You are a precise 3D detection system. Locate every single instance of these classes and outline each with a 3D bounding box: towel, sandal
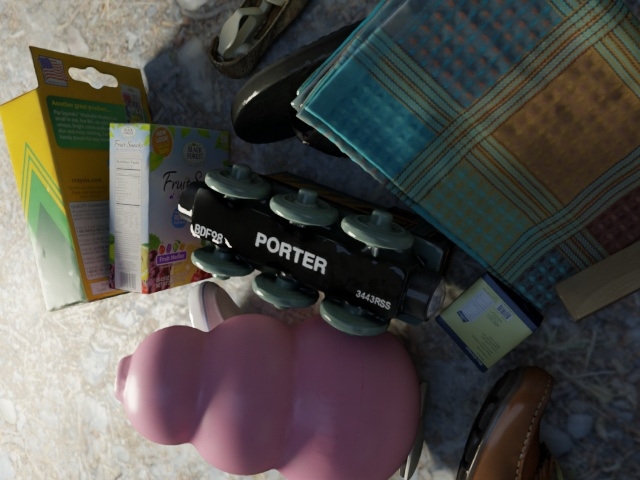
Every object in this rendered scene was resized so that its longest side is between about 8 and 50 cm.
[{"bbox_3d":[0.195,-0.110,0.617,0.370,0.040,0.271,38,115,-17],"label":"towel"},{"bbox_3d":[0.089,-0.169,0.686,0.446,0.167,0.107,-16,77,26],"label":"sandal"}]

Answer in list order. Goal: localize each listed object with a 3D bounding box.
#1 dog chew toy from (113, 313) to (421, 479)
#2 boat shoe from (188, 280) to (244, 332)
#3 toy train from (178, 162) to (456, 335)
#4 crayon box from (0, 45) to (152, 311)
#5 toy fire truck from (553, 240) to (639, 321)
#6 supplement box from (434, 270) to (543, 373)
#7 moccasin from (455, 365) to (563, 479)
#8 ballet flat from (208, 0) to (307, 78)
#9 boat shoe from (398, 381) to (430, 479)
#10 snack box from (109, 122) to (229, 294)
[{"bbox_3d":[-0.060,0.174,0.720,0.332,0.206,0.206,9,102,-11],"label":"dog chew toy"},{"bbox_3d":[-0.085,0.160,0.864,0.084,0.095,0.258,-29,93,21],"label":"boat shoe"},{"bbox_3d":[0.000,0.000,0.741,0.334,0.190,0.142,21,108,24],"label":"toy train"},{"bbox_3d":[-0.306,-0.082,0.873,0.083,0.203,0.323,-14,89,27],"label":"crayon box"},{"bbox_3d":[0.363,0.035,0.569,0.246,0.158,0.217,123,148,-48],"label":"toy fire truck"},{"bbox_3d":[0.194,0.090,0.731,0.083,0.056,0.083,49,113,13],"label":"supplement box"},{"bbox_3d":[0.219,0.321,0.699,0.147,0.139,0.380,9,100,24],"label":"moccasin"},{"bbox_3d":[-0.074,-0.295,0.812,0.073,0.067,0.206,44,111,16],"label":"ballet flat"},{"bbox_3d":[0.109,0.235,0.794,0.038,0.046,0.125,10,97,25],"label":"boat shoe"},{"bbox_3d":[-0.194,-0.046,0.838,0.070,0.174,0.207,5,98,24],"label":"snack box"}]
